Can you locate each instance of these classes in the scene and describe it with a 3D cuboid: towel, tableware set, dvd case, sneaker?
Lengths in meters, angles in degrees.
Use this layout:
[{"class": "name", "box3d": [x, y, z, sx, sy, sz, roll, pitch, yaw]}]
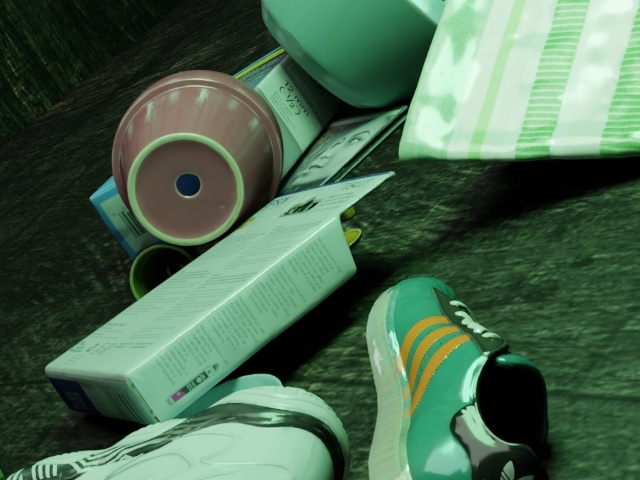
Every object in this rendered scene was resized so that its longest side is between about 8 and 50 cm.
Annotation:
[{"class": "towel", "box3d": [0.247, -0.181, 1.612, 0.325, 0.038, 0.247, 1, 58, 29]}, {"class": "tableware set", "box3d": [0.000, 0.000, 1.850, 0.104, 0.024, 0.154, -23, 20, 29]}, {"class": "dvd case", "box3d": [-0.008, -0.089, 2.115, 0.221, 0.018, 0.164, -43, 19, -28]}, {"class": "sneaker", "box3d": [0.108, 0.110, 1.240, 0.121, 0.108, 0.302, -27, 26, 16]}, {"class": "sneaker", "box3d": [-0.153, 0.241, 1.271, 0.366, 0.137, 0.210, -25, 16, 14]}]

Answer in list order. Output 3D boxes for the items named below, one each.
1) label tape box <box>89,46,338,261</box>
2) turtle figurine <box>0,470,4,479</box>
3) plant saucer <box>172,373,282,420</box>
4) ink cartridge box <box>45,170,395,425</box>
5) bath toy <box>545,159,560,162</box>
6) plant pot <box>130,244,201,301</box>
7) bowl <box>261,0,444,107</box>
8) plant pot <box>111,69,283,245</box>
[{"class": "label tape box", "box3d": [-0.113, -0.136, 2.249, 0.249, 0.115, 0.347, -27, 13, 32]}, {"class": "turtle figurine", "box3d": [-0.378, 0.288, 1.467, 0.266, 0.274, 0.198, -32, 51, -10]}, {"class": "plant saucer", "box3d": [-0.106, 0.191, 1.499, 0.195, 0.037, 0.195, -31, 17, 11]}, {"class": "ink cartridge box", "box3d": [-0.095, 0.060, 1.724, 0.330, 0.071, 0.324, -36, 10, -19]}, {"class": "bath toy", "box3d": [0.293, -0.198, 1.718, 0.348, 0.151, 0.129, -36, 58, -12]}, {"class": "plant pot", "box3d": [-0.166, 0.037, 1.972, 0.083, 0.083, 0.079, -28, 5, 15]}, {"class": "bowl", "box3d": [0.045, -0.281, 2.144, 0.163, 0.311, 0.311, -47, 14, 15]}, {"class": "plant pot", "box3d": [-0.145, -0.079, 1.957, 0.201, 0.201, 0.180, -30, 13, 10]}]
